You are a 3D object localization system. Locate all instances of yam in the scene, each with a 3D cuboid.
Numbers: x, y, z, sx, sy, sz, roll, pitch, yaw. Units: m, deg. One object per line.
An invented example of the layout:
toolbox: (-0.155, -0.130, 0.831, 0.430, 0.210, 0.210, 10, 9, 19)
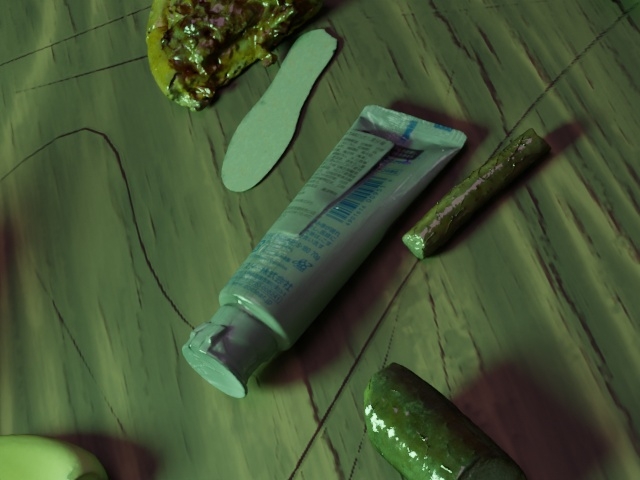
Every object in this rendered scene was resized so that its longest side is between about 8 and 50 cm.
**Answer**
yam: (0.085, 0.154, 0.997, 0.070, 0.070, 0.146, -44, 48, -8)
yam: (0.130, -0.040, 1.140, 0.145, 0.032, 0.032, -40, 48, -6)

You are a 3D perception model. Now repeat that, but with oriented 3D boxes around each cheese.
cheese: (-0.296, 0.207, 1.167, 0.255, 0.050, 0.127, 13, 65, 36)

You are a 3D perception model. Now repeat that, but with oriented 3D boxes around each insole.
insole: (-0.040, -0.126, 1.308, 0.065, 0.004, 0.197, 11, 62, 33)

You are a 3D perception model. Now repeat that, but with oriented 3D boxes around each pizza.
pizza: (-0.087, -0.219, 1.356, 0.194, 0.069, 0.154, -22, 48, 15)

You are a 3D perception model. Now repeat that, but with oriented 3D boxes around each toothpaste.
toothpaste: (0.000, 0.000, 1.160, 0.114, 0.073, 0.299, 21, 61, 37)
